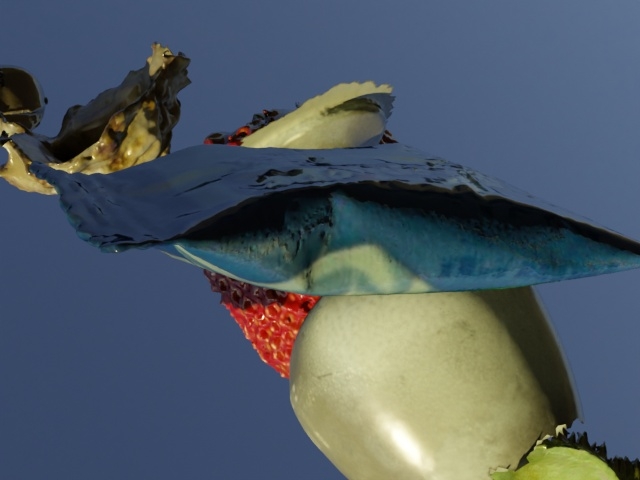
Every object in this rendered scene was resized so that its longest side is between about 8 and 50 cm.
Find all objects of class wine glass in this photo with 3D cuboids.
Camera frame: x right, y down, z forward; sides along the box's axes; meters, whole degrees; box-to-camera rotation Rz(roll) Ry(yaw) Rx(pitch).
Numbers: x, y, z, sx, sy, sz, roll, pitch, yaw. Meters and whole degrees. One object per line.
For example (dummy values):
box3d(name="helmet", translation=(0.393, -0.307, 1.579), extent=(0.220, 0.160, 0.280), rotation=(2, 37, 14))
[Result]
box3d(name="wine glass", translation=(0.061, 0.061, 0.927), extent=(0.238, 0.238, 0.323), rotation=(-23, -109, -44))

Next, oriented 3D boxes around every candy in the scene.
box3d(name="candy", translation=(0.023, -0.011, 0.605), extent=(0.331, 0.187, 0.077), rotation=(0, -78, -27))

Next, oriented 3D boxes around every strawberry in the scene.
box3d(name="strawberry", translation=(0.000, 0.000, 1.386), extent=(0.312, 0.267, 0.351), rotation=(-12, -111, -14))

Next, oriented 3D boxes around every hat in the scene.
box3d(name="hat", translation=(-0.409, -0.203, 1.367), extent=(0.147, 0.085, 0.175), rotation=(46, 175, 46))

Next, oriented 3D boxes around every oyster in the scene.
box3d(name="oyster", translation=(-0.258, -0.103, 1.158), extent=(0.198, 0.337, 0.133), rotation=(-31, -72, -35))

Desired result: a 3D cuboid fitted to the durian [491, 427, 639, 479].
box3d(name="durian", translation=(0.182, 0.301, 1.154), extent=(0.394, 0.163, 0.198), rotation=(-14, -122, -14))
